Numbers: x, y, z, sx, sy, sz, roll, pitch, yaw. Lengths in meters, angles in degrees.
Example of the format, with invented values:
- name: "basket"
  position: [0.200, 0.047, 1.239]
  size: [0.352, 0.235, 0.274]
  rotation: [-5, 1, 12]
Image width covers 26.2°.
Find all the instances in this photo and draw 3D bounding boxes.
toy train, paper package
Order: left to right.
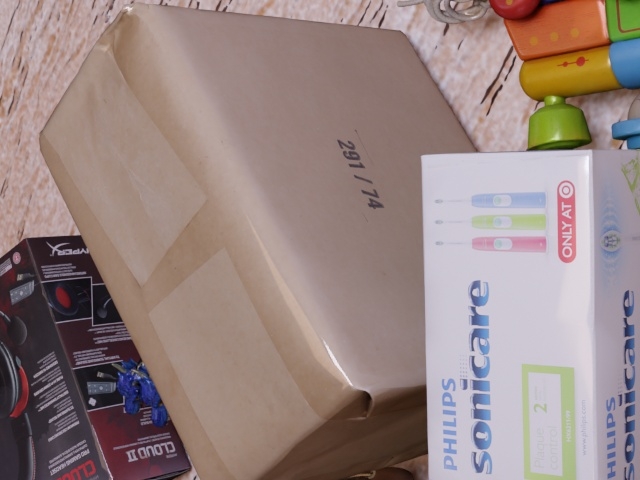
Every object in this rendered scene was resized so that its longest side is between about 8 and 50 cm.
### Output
- name: "paper package"
  position: [0.000, 0.000, 1.030]
  size: [0.168, 0.309, 0.324]
  rotation: [-44, 66, 35]
- name: "toy train"
  position: [0.166, -0.129, 1.015]
  size: [0.248, 0.105, 0.143]
  rotation: [-6, 86, 39]

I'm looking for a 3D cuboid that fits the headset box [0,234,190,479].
- name: "headset box"
  position: [-0.272, 0.171, 1.390]
  size: [0.218, 0.110, 0.293]
  rotation: [-32, 73, 35]

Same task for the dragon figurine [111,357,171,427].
- name: "dragon figurine"
  position: [-0.096, 0.031, 1.217]
  size: [0.085, 0.144, 0.289]
  rotation: [27, 109, 34]

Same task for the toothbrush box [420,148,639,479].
- name: "toothbrush box"
  position: [0.192, 0.044, 0.895]
  size: [0.122, 0.283, 0.206]
  rotation: [1, 92, 40]

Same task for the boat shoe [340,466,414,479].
- name: "boat shoe"
  position: [-0.016, 0.228, 1.214]
  size: [0.257, 0.095, 0.095]
  rotation: [-2, 68, 40]
